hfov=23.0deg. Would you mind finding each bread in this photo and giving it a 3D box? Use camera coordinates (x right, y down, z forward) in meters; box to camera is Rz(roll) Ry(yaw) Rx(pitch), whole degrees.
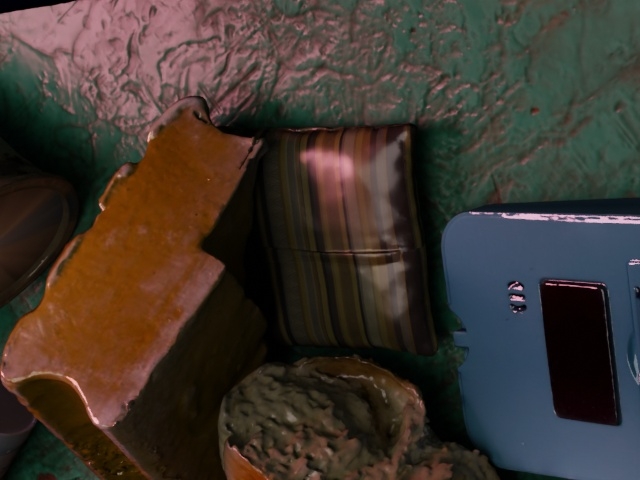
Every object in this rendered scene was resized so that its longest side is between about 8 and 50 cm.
[{"bbox_3d":[0.060,0.241,1.357,0.314,0.171,0.192,31,145,24],"label":"bread"}]

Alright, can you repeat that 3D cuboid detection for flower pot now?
[{"bbox_3d":[-0.372,-0.048,1.484,0.202,0.212,0.212,46,120,16],"label":"flower pot"}]

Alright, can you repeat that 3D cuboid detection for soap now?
[{"bbox_3d":[-0.113,0.084,1.447,0.169,0.339,0.304,24,70,25],"label":"soap"}]

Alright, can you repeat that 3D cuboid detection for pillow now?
[{"bbox_3d":[0.000,0.000,1.384,0.212,0.052,0.208,1,105,30],"label":"pillow"}]

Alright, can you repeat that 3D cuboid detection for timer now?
[{"bbox_3d":[0.226,0.079,1.296,0.250,0.091,0.232,2,107,39],"label":"timer"}]

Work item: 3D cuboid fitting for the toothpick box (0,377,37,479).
[{"bbox_3d":[-0.364,0.216,1.608,0.101,0.101,0.153,38,118,13],"label":"toothpick box"}]

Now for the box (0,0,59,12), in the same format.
[{"bbox_3d":[-0.196,-0.269,1.286,0.279,0.261,0.116,-16,94,30],"label":"box"}]
